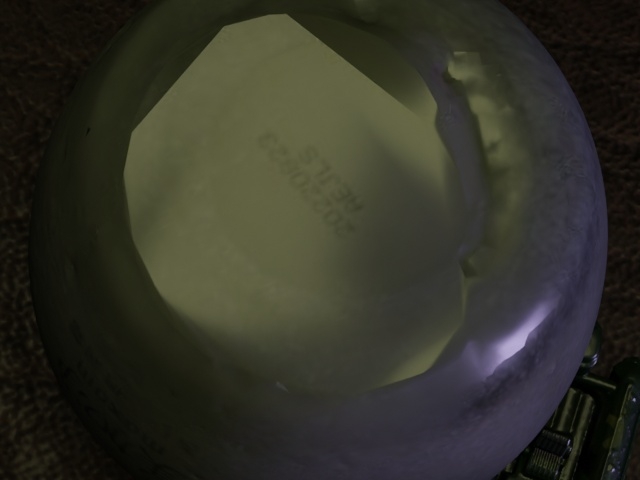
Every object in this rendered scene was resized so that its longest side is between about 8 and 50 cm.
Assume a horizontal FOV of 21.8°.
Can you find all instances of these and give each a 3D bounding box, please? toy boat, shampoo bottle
[{"bbox_3d":[0.136,0.147,1.034,0.104,0.052,0.210,22,72,-2],"label":"toy boat"},{"bbox_3d":[0.000,0.000,0.924,0.322,0.317,0.323,2,72,-7],"label":"shampoo bottle"}]
